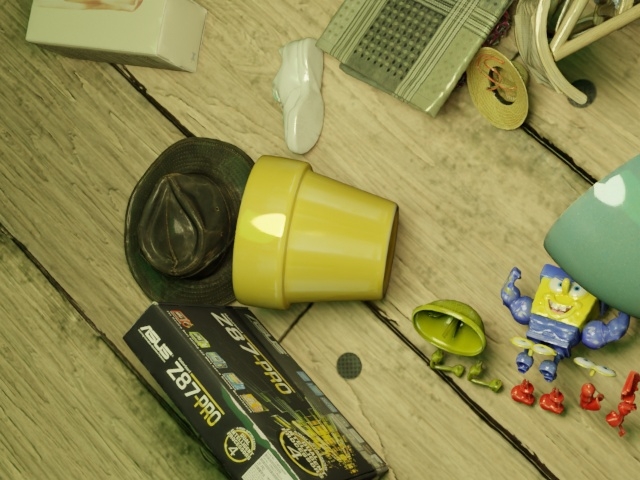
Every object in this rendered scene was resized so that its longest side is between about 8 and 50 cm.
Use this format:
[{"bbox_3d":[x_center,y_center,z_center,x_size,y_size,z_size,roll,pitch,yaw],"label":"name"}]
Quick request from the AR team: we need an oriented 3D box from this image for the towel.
[{"bbox_3d":[0.175,-0.390,1.771,0.312,0.056,0.324,38,95,37],"label":"towel"}]

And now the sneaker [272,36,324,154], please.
[{"bbox_3d":[-0.049,-0.253,1.881,0.094,0.080,0.212,-3,76,34],"label":"sneaker"}]

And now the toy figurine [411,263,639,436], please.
[{"bbox_3d":[0.355,0.127,1.659,0.363,0.191,0.217,17,60,30],"label":"toy figurine"}]

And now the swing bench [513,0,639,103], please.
[{"bbox_3d":[0.401,-0.352,1.580,0.165,0.253,0.254,44,101,-7],"label":"swing bench"}]

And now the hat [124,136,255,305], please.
[{"bbox_3d":[-0.253,-0.033,1.898,0.331,0.134,0.331,-3,83,23],"label":"hat"}]

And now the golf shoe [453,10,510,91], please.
[{"bbox_3d":[0.239,-0.326,1.777,0.186,0.067,0.086,-49,39,14],"label":"golf shoe"}]

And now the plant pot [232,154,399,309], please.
[{"bbox_3d":[0.000,0.000,1.743,0.239,0.254,0.254,9,87,9],"label":"plant pot"}]

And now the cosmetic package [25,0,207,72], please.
[{"bbox_3d":[-0.384,-0.406,1.986,0.296,0.153,0.129,11,89,22],"label":"cosmetic package"}]

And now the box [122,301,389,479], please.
[{"bbox_3d":[-0.098,0.269,1.699,0.097,0.318,0.395,-48,69,11],"label":"box"}]

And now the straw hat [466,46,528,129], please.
[{"bbox_3d":[0.309,-0.260,1.730,0.061,0.144,0.144,-31,67,-28],"label":"straw hat"}]

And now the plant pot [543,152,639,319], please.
[{"bbox_3d":[0.494,0.007,1.494,0.290,0.290,0.195,-37,67,14],"label":"plant pot"}]
